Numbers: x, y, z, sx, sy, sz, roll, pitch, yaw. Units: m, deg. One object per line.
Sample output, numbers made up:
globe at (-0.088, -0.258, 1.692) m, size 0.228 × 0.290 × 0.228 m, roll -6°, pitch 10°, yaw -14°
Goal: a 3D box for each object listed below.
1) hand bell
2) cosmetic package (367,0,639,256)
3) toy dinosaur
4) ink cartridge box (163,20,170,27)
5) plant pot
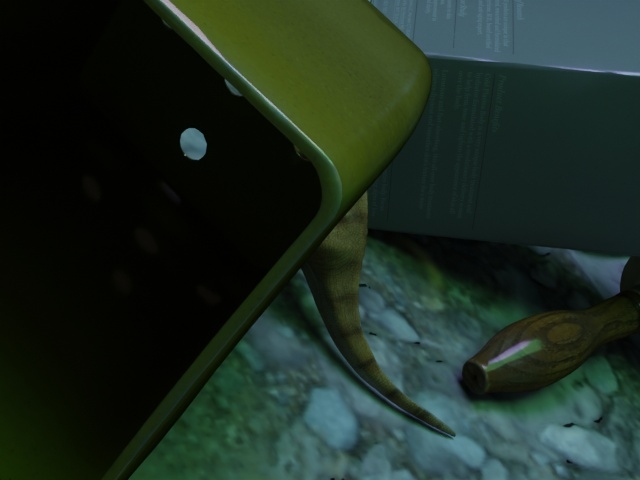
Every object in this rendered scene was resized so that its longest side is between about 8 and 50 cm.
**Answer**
hand bell at (0.175, 0.046, 0.743) m, size 0.242 × 0.126 × 0.126 m, roll -17°, pitch 62°, yaw -35°
cosmetic package at (0.140, -0.069, 0.715) m, size 0.238 × 0.127 × 0.107 m, roll 6°, pitch 39°, yaw 0°
toy dinosaur at (0.000, 0.000, 0.632) m, size 0.064 × 0.112 × 0.211 m, roll -13°, pitch 100°, yaw -72°
ink cartridge box at (-0.172, -0.216, 0.685) m, size 0.273 × 0.114 × 0.198 m, roll -13°, pitch 60°, yaw -50°
plant pot at (-0.078, -0.048, 0.505) m, size 0.212 × 0.212 × 0.187 m, roll 44°, pitch 33°, yaw 8°
